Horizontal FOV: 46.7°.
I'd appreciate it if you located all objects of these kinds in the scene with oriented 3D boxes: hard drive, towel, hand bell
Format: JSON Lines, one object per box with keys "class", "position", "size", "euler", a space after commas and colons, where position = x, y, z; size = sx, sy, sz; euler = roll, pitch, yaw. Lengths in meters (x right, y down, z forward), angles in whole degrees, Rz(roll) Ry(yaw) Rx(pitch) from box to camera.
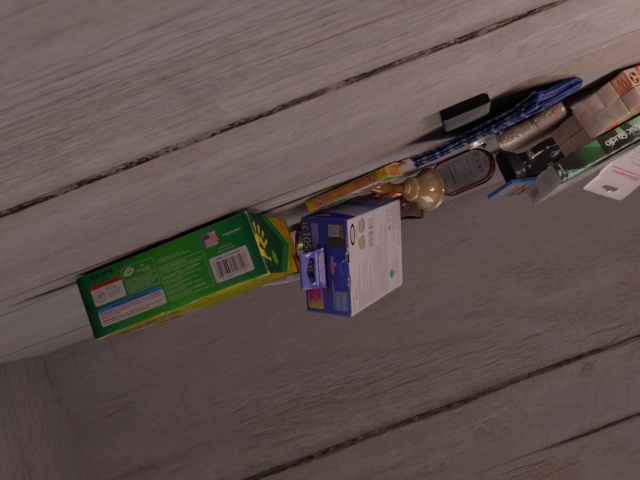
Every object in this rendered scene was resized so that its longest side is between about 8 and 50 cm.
{"class": "hard drive", "position": [0.282, -0.248, 1.441], "size": [0.094, 0.022, 0.135], "euler": [-21, 175, 11]}
{"class": "towel", "position": [0.573, -0.297, 1.951], "size": [0.187, 0.049, 0.282], "euler": [-31, 171, 23]}
{"class": "towel", "position": [0.376, -0.258, 1.596], "size": [0.336, 0.040, 0.243], "euler": [-23, -176, 44]}
{"class": "hand bell", "position": [0.221, -0.144, 2.072], "size": [0.242, 0.126, 0.126], "euler": [-2, 165, -39]}

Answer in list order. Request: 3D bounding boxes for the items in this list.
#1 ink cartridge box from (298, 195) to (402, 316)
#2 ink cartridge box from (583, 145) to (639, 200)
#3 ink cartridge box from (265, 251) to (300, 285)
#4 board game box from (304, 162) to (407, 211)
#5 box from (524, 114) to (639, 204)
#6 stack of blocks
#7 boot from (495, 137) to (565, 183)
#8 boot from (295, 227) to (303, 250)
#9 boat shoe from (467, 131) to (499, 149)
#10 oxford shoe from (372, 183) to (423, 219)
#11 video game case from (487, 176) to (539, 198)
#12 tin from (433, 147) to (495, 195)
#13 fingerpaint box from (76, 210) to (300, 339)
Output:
{"class": "ink cartridge box", "position": [0.080, 0.040, 2.040], "size": [0.151, 0.270, 0.395], "euler": [3, -166, 29]}
{"class": "ink cartridge box", "position": [0.957, -0.291, 2.248], "size": [0.207, 0.119, 0.353], "euler": [11, 135, -32]}
{"class": "ink cartridge box", "position": [-0.214, 0.098, 2.463], "size": [0.272, 0.115, 0.198], "euler": [-9, 179, 16]}
{"class": "board game box", "position": [0.096, -0.137, 1.891], "size": [0.259, 0.039, 0.124], "euler": [-25, 176, 23]}
{"class": "box", "position": [0.694, -0.212, 1.873], "size": [0.322, 0.059, 0.232], "euler": [-30, 171, -6]}
{"class": "stack of blocks", "position": [0.706, -0.315, 1.818], "size": [0.171, 0.087, 0.297], "euler": [-23, 169, -31]}
{"class": "boot", "position": [0.825, -0.318, 2.464], "size": [0.445, 0.146, 0.367], "euler": [-26, 177, 6]}
{"class": "boot", "position": [0.000, 0.000, 2.415], "size": [0.165, 0.077, 0.213], "euler": [2, -179, -1]}
{"class": "boat shoe", "position": [0.422, -0.256, 1.908], "size": [0.100, 0.035, 0.035], "euler": [-19, 175, -23]}
{"class": "oxford shoe", "position": [0.153, -0.069, 2.309], "size": [0.363, 0.133, 0.130], "euler": [-20, 176, -8]}
{"class": "video game case", "position": [0.642, -0.173, 2.418], "size": [0.166, 0.015, 0.119], "euler": [-8, 162, -33]}
{"class": "tin", "position": [0.407, -0.197, 2.123], "size": [0.189, 0.106, 0.040], "euler": [-24, 167, 24]}
{"class": "fingerpaint box", "position": [-0.305, 0.082, 1.839], "size": [0.444, 0.163, 0.371], "euler": [-21, 175, 10]}
